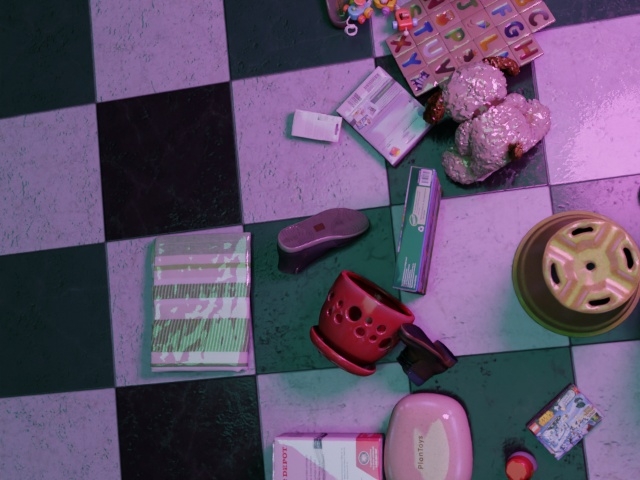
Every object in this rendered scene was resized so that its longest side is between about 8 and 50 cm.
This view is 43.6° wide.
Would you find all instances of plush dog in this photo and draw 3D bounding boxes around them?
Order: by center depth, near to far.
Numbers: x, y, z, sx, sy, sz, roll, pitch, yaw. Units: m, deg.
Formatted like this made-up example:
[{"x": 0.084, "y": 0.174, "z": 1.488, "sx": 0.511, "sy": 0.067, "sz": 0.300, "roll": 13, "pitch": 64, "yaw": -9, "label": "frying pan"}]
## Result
[{"x": 0.346, "y": -0.266, "z": 1.695, "sx": 0.262, "sy": 0.210, "sz": 0.225, "roll": -33, "pitch": 92, "yaw": 8, "label": "plush dog"}]

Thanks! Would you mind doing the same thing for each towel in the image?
[{"x": -0.283, "y": 0.147, "z": 1.887, "sx": 0.248, "sy": 0.038, "sz": 0.325, "roll": -2, "pitch": 82, "yaw": 10, "label": "towel"}]

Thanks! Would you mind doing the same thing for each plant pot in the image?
[{"x": 0.532, "y": 0.059, "z": 1.616, "sx": 0.276, "sy": 0.254, "sz": 0.276, "roll": -1, "pitch": 84, "yaw": 11, "label": "plant pot"}, {"x": 0.080, "y": 0.182, "z": 1.734, "sx": 0.191, "sy": 0.191, "sz": 0.174, "roll": 37, "pitch": 99, "yaw": 13, "label": "plant pot"}]

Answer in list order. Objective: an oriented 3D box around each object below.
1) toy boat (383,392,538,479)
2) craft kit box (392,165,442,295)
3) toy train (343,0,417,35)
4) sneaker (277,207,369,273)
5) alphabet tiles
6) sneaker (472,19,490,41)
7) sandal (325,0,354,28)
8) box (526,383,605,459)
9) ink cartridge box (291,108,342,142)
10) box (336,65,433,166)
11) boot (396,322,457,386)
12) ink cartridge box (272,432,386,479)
[{"x": 0.293, "y": 0.467, "z": 1.696, "sx": 0.318, "sy": 0.148, "sz": 0.267, "roll": 4, "pitch": 80, "yaw": 19, "label": "toy boat"}, {"x": 0.209, "y": -0.013, "z": 1.694, "sx": 0.061, "sy": 0.246, "sz": 0.250, "roll": 8, "pitch": 86, "yaw": 15, "label": "craft kit box"}, {"x": 0.134, "y": -0.522, "z": 1.828, "sx": 0.166, "sy": 0.046, "sz": 0.125, "roll": -6, "pitch": 62, "yaw": -2, "label": "toy train"}, {"x": 0.000, "y": 0.000, "z": 1.829, "sx": 0.222, "sy": 0.118, "sz": 0.083, "roll": -15, "pitch": 60, "yaw": -18, "label": "sneaker"}, {"x": 0.330, "y": -0.471, "z": 1.798, "sx": 0.342, "sy": 0.011, "sz": 0.285, "roll": -28, "pitch": 67, "yaw": 9, "label": "alphabet tiles"}, {"x": 0.380, "y": -0.474, "z": 1.808, "sx": 0.098, "sy": 0.038, "sz": 0.069, "roll": 21, "pitch": 90, "yaw": 12, "label": "sneaker"}, {"x": 0.027, "y": -0.608, "z": 1.882, "sx": 0.090, "sy": 0.060, "sz": 0.219, "roll": -12, "pitch": 82, "yaw": 10, "label": "sandal"}, {"x": 0.519, "y": 0.385, "z": 1.702, "sx": 0.137, "sy": 0.027, "sz": 0.094, "roll": -44, "pitch": 79, "yaw": 4, "label": "box"}, {"x": -0.006, "y": -0.267, "z": 1.867, "sx": 0.115, "sy": 0.029, "sz": 0.063, "roll": 11, "pitch": 99, "yaw": 12, "label": "ink cartridge box"}, {"x": 0.151, "y": -0.285, "z": 1.837, "sx": 0.186, "sy": 0.038, "sz": 0.145, "roll": 45, "pitch": 95, "yaw": 13, "label": "box"}, {"x": 0.202, "y": 0.250, "z": 1.694, "sx": 0.106, "sy": 0.219, "sz": 0.082, "roll": -44, "pitch": 47, "yaw": 11, "label": "boot"}, {"x": 0.021, "y": 0.512, "z": 1.755, "sx": 0.237, "sy": 0.100, "sz": 0.172, "roll": -2, "pitch": 84, "yaw": 10, "label": "ink cartridge box"}]
